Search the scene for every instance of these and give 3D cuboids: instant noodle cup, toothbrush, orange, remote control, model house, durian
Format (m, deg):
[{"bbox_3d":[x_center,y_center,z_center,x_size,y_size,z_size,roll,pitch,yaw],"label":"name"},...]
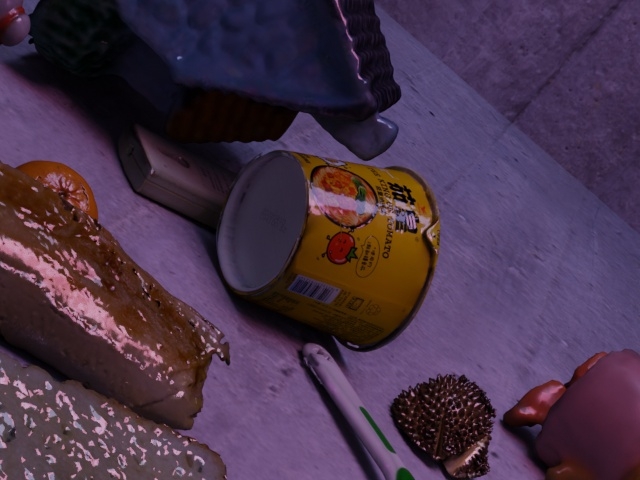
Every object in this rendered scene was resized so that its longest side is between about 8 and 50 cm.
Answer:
[{"bbox_3d":[0.000,0.000,1.374,0.144,0.182,0.182,17,28,-34],"label":"instant noodle cup"},{"bbox_3d":[0.070,0.219,1.209,0.042,0.040,0.418,24,19,-39],"label":"toothbrush"},{"bbox_3d":[-0.209,-0.023,1.133,0.083,0.070,0.083,20,47,-23],"label":"orange"},{"bbox_3d":[-0.096,-0.041,1.477,0.233,0.038,0.098,27,21,-35],"label":"remote control"},{"bbox_3d":[-0.055,-0.204,1.525,0.339,0.297,0.360,41,10,1],"label":"model house"},{"bbox_3d":[0.130,0.165,1.403,0.110,0.071,0.140,43,12,5],"label":"durian"}]

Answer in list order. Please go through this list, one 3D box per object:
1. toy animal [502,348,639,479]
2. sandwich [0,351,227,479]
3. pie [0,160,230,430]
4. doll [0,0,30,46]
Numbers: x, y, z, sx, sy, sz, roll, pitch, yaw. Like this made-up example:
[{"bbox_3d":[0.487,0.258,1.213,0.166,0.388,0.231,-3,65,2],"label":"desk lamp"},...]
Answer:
[{"bbox_3d":[0.336,0.233,1.513,0.195,0.169,0.281,-24,63,-23],"label":"toy animal"},{"bbox_3d":[-0.167,0.155,0.760,0.273,0.095,0.249,33,22,-26],"label":"sandwich"},{"bbox_3d":[-0.181,0.034,1.057,0.282,0.068,0.129,36,35,-20],"label":"pie"},{"bbox_3d":[-0.272,-0.154,1.066,0.142,0.245,0.076,40,42,6],"label":"doll"}]
